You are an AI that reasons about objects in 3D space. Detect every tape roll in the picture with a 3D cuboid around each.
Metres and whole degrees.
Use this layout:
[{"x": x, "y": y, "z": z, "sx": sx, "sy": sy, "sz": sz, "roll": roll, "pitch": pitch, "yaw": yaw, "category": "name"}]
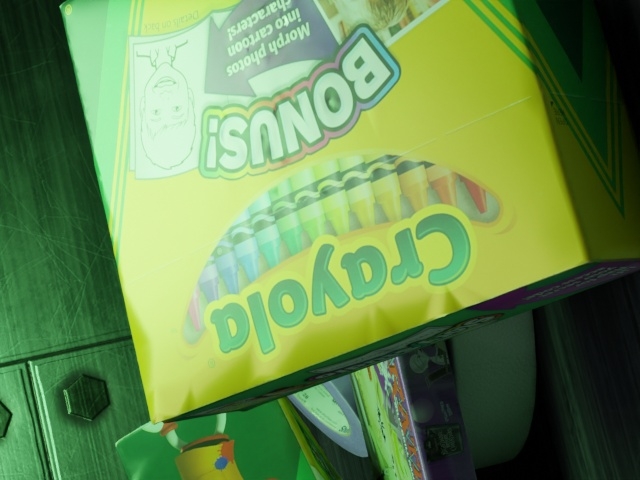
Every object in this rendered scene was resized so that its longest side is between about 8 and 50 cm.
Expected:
[{"x": 0.084, "y": 0.011, "z": 1.371, "sx": 0.392, "sy": 0.072, "sz": 0.392, "roll": 167, "pitch": 90, "yaw": -79, "category": "tape roll"}, {"x": 0.014, "y": 0.128, "z": 1.629, "sx": 0.189, "sy": 0.080, "sz": 0.189, "roll": 44, "pitch": 162, "yaw": 18, "category": "tape roll"}]

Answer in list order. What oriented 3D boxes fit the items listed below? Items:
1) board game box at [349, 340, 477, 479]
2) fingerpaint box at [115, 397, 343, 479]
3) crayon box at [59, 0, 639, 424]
[{"x": 0.068, "y": 0.135, "z": 1.279, "sx": 0.208, "sy": 0.056, "sz": 0.347, "roll": 173, "pitch": 84, "yaw": -75, "category": "board game box"}, {"x": 0.019, "y": 0.386, "z": 1.426, "sx": 0.371, "sy": 0.163, "sz": 0.445, "roll": 60, "pitch": 180, "yaw": 41, "category": "fingerpaint box"}, {"x": 0.008, "y": -0.078, "z": 1.024, "sx": 0.363, "sy": 0.106, "sz": 0.313, "roll": -24, "pitch": 73, "yaw": 38, "category": "crayon box"}]
